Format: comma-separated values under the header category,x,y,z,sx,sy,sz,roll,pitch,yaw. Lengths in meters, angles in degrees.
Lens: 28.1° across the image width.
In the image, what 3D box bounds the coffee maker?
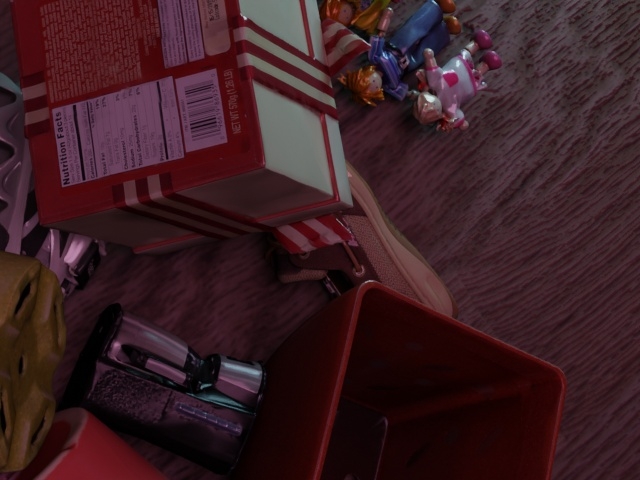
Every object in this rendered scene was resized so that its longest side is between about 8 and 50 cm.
category,x,y,z,sx,sy,sz,roll,pitch,yaw
coffee maker,-0.166,0.171,1.300,0.178,0.120,0.171,26,105,-16

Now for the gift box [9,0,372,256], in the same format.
category,x,y,z,sx,sy,sz,roll,pitch,yaw
gift box,-0.099,-0.117,1.192,0.276,0.258,0.255,-8,81,18

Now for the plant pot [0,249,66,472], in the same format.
category,x,y,z,sx,sy,sz,roll,pitch,yaw
plant pot,-0.362,0.093,1.083,0.254,0.276,0.276,4,81,7

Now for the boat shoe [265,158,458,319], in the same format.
category,x,y,z,sx,sy,sz,roll,pitch,yaw
boat shoe,0.000,0.000,1.373,0.123,0.123,0.342,-45,105,-18

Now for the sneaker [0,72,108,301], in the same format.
category,x,y,z,sx,sy,sz,roll,pitch,yaw
sneaker,-0.259,0.000,1.264,0.146,0.122,0.330,4,83,-19

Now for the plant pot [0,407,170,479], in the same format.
category,x,y,z,sx,sy,sz,roll,pitch,yaw
plant pot,-0.218,0.304,1.158,0.275,0.275,0.243,-40,105,-21

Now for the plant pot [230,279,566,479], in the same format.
category,x,y,z,sx,sy,sz,roll,pitch,yaw
plant pot,0.051,0.224,1.279,0.267,0.236,0.267,26,66,-27

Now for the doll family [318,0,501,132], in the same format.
category,x,y,z,sx,sy,sz,roll,pitch,yaw
doll family,0.083,-0.237,1.450,0.163,0.118,0.263,-42,118,-27
